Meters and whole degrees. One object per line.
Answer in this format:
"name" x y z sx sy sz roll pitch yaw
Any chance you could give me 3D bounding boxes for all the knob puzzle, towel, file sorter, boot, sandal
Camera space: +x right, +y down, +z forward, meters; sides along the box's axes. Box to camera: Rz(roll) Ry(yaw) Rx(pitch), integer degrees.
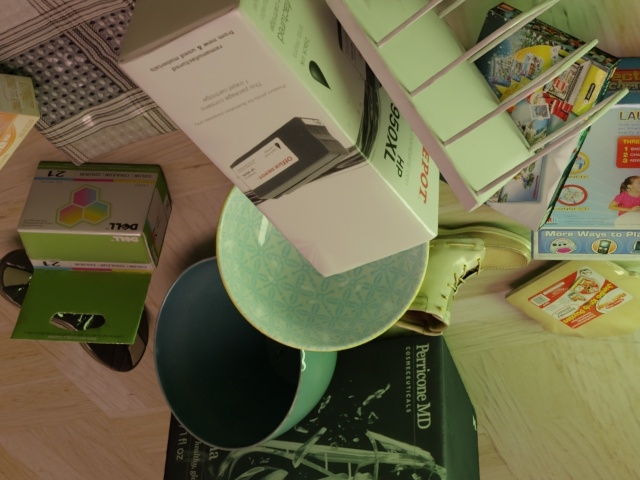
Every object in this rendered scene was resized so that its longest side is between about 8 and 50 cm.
"knob puzzle" 0.409 0.087 1.920 0.213 0.030 0.213 5 140 4
"towel" -0.289 -0.230 1.647 0.324 0.056 0.312 -15 135 26
"file sorter" 0.181 -0.211 1.382 0.173 0.193 0.277 -33 92 35
"boot" 0.195 0.058 1.817 0.213 0.165 0.077 4 142 8
"sandal" -0.399 0.105 2.055 0.303 0.120 0.086 39 160 -30

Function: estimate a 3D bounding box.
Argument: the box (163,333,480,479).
"box" 0.008 0.445 2.044 0.472 0.479 0.297 -10 140 14

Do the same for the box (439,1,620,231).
"box" 0.239 -0.146 1.523 0.159 0.044 0.233 31 125 18

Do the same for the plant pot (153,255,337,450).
"plant pot" -0.085 0.165 1.956 0.290 0.290 0.195 -25 167 35

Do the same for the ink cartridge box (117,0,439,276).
"ink cartridge box" -0.024 -0.192 1.458 0.166 0.285 0.395 -20 133 28

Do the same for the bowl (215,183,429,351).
"bowl" 0.000 0.000 1.769 0.290 0.289 0.156 12 -176 -3

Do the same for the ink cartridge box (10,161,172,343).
"ink cartridge box" -0.331 0.015 1.796 0.189 0.255 0.097 2 140 8

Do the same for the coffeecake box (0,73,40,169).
"coffeecake box" -0.480 -0.155 1.632 0.186 0.068 0.142 3 149 -39

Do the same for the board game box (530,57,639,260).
"board game box" 0.427 -0.098 1.646 0.308 0.086 0.302 1 140 10
